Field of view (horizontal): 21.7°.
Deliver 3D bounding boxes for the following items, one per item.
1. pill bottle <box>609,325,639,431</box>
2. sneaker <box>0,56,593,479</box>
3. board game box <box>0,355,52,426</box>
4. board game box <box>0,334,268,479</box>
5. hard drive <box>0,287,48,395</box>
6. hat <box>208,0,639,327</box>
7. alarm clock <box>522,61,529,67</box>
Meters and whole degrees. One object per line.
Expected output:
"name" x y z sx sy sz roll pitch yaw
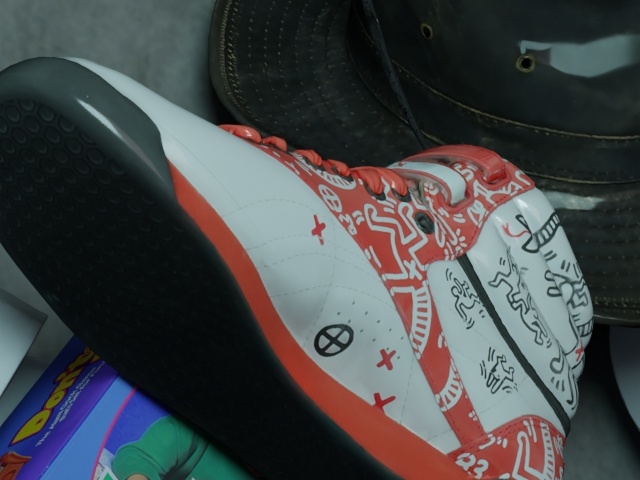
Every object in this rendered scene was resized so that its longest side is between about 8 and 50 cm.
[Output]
"pill bottle" 0.309 0.021 0.880 0.323 0.181 0.182 -18 81 -34
"sneaker" 0.000 0.001 0.604 0.270 0.090 0.145 45 49 -24
"board game box" -0.249 0.198 0.565 0.390 0.050 0.390 17 64 -24
"board game box" 0.013 0.179 0.663 0.347 0.078 0.233 49 49 -16
"hard drive" -0.264 0.014 0.553 0.307 0.040 0.203 31 35 -7
"hat" 0.116 -0.123 0.767 0.331 0.134 0.331 5 44 -5
"alarm clock" 0.126 -0.065 0.882 0.192 0.064 0.129 3 70 -33
